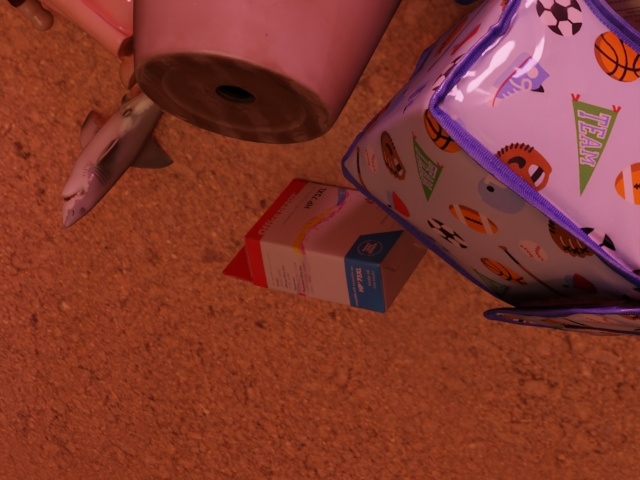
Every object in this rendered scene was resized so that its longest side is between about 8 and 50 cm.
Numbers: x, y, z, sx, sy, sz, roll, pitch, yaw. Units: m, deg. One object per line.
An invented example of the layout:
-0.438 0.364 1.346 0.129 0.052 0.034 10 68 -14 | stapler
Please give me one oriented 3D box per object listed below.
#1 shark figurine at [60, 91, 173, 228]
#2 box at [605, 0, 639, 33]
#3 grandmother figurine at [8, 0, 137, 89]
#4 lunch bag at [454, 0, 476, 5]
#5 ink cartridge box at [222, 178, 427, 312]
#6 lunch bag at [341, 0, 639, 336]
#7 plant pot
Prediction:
-0.222 -0.134 1.664 0.116 0.166 0.278 34 123 -31 | shark figurine
0.307 -0.268 1.129 0.311 0.121 0.148 53 170 -15 | box
-0.341 -0.338 1.555 0.342 0.104 0.208 34 127 1 | grandmother figurine
0.156 -0.290 1.290 0.067 0.065 0.098 40 138 -25 | lunch bag
0.000 0.000 1.575 0.231 0.134 0.078 11 130 25 | ink cartridge box
0.244 -0.038 1.250 0.385 0.239 0.328 39 168 -8 | lunch bag
-0.048 -0.256 1.204 0.323 0.280 0.323 11 162 4 | plant pot
